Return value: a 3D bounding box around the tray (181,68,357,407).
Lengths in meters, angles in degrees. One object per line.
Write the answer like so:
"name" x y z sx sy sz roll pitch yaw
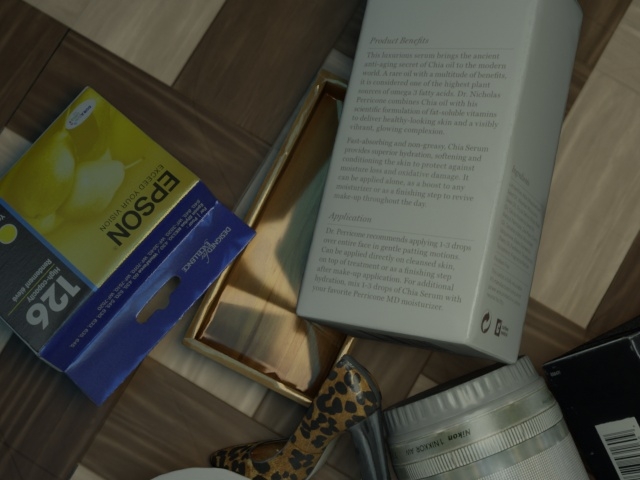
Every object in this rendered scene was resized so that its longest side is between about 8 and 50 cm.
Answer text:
"tray" 0.000 0.000 1.353 0.202 0.076 0.411 26 82 2

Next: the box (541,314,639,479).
"box" 0.483 0.219 1.237 0.294 0.183 0.296 -20 82 -28

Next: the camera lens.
"camera lens" 0.216 0.303 1.240 0.219 0.219 0.274 -21 82 -5

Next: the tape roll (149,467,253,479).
"tape roll" -0.135 0.413 1.172 0.286 0.100 0.286 -4 67 10

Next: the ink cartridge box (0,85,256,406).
"ink cartridge box" -0.296 0.000 1.310 0.307 0.072 0.303 38 81 22

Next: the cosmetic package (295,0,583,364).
"cosmetic package" 0.148 -0.099 1.211 0.230 0.161 0.453 8 80 32

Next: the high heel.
"high heel" -0.038 0.222 1.261 0.261 0.093 0.186 -2 109 26
